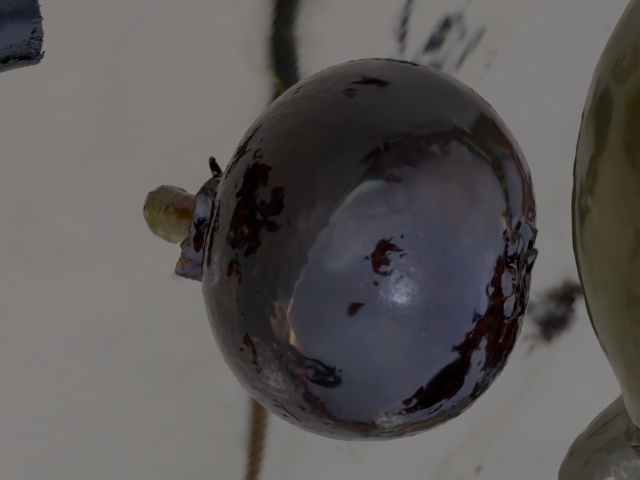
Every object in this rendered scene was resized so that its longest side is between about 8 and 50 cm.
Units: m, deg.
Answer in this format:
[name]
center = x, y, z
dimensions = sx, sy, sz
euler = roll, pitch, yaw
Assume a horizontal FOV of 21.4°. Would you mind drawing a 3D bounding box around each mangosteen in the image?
[mangosteen]
center = 0.000, 0.000, 1.035
dimensions = 0.235, 0.261, 0.235
euler = 10, 90, -68

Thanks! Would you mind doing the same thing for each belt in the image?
[belt]
center = -0.307, -0.240, 1.464
dimensions = 0.078, 0.198, 0.151
euler = -20, 167, -24

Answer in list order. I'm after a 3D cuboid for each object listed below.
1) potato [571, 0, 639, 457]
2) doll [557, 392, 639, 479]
[potato]
center = 0.149, -0.004, 0.456
dimensions = 0.154, 0.137, 0.200
euler = -6, 84, -17
[doll]
center = 0.287, 0.255, 1.133
dimensions = 0.382, 0.378, 0.252
euler = -32, 126, 18
